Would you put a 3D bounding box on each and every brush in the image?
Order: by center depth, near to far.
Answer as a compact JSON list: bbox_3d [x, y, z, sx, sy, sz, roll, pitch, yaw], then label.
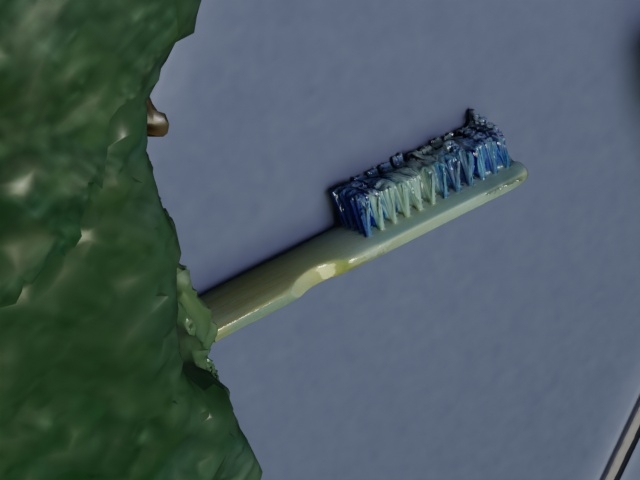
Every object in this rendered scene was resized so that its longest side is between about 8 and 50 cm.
[{"bbox_3d":[0.000,0.001,0.697,0.178,0.033,0.030,-27,124,-21],"label":"brush"}]

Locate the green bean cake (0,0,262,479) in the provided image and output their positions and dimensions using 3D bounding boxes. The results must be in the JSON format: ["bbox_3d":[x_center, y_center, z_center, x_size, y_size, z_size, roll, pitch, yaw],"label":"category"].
[{"bbox_3d":[-0.135,-0.023,0.490,0.300,0.169,0.308,-49,135,1],"label":"green bean cake"}]
